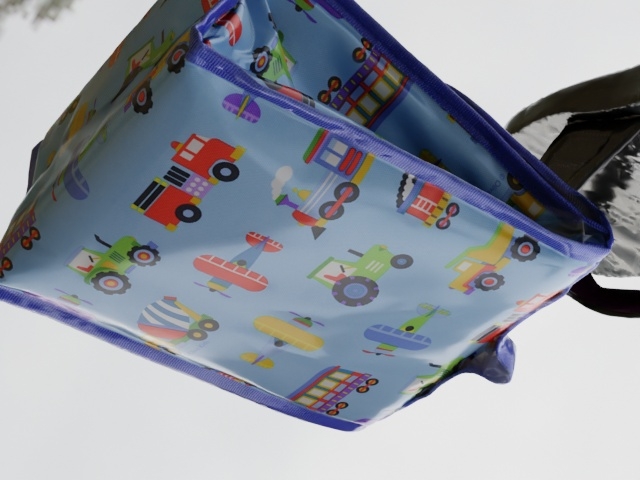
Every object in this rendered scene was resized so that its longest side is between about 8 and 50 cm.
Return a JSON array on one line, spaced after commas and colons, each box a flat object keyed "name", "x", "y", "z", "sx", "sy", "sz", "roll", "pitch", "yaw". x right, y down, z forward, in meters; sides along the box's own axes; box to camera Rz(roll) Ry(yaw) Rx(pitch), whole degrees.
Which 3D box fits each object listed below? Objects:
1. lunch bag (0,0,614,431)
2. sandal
[{"name": "lunch bag", "x": 0.000, "y": 0.000, "z": 0.911, "sx": 0.221, "sy": 0.293, "sz": 0.138, "roll": -42, "pitch": -157, "yaw": 37}, {"name": "sandal", "x": 0.202, "y": -0.025, "z": 1.025, "sx": 0.107, "sy": 0.167, "sz": 0.446, "roll": -61, "pitch": -174, "yaw": -15}]
